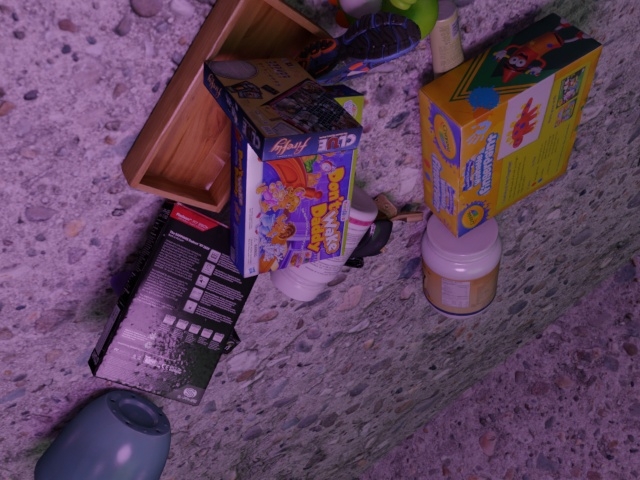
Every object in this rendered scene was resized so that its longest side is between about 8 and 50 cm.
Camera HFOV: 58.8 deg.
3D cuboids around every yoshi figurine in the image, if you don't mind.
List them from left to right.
[{"bbox_3d":[0.128,-0.477,0.939,0.204,0.203,0.362,-27,145,-21],"label":"yoshi figurine"}]

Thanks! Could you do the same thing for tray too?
[{"bbox_3d":[-0.173,-0.250,1.041,0.203,0.076,0.411,16,120,-46],"label":"tray"}]

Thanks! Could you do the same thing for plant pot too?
[{"bbox_3d":[-0.517,0.528,1.432,0.293,0.293,0.235,30,95,-49],"label":"plant pot"}]

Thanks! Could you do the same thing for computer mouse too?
[{"bbox_3d":[0.124,0.026,1.483,0.184,0.060,0.262,1,154,-40],"label":"computer mouse"}]

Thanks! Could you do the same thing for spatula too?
[{"bbox_3d":[-0.321,0.053,1.276,0.297,0.030,0.084,-25,139,-13],"label":"spatula"}]

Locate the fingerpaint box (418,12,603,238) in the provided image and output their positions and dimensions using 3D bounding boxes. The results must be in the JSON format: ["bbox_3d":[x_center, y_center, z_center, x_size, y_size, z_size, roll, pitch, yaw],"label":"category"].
[{"bbox_3d":[0.440,-0.260,1.394,0.371,0.163,0.444,-31,148,-6],"label":"fingerpaint box"}]

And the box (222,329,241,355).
[{"bbox_3d":[-0.267,0.262,1.518,0.062,0.052,0.083,-44,143,10],"label":"box"}]

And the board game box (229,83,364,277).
[{"bbox_3d":[-0.052,-0.114,1.096,0.233,0.078,0.347,-12,125,-28],"label":"board game box"}]

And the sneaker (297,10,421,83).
[{"bbox_3d":[0.070,-0.325,0.976,0.221,0.083,0.087,-7,177,30],"label":"sneaker"}]

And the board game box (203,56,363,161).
[{"bbox_3d":[-0.066,-0.216,0.899,0.165,0.243,0.042,-12,136,-27],"label":"board game box"}]

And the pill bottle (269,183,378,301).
[{"bbox_3d":[0.000,0.000,1.358,0.160,0.160,0.283,7,125,-41],"label":"pill bottle"}]

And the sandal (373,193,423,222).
[{"bbox_3d":[0.167,-0.083,1.483,0.240,0.088,0.079,-6,101,-30],"label":"sandal"}]

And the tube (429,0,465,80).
[{"bbox_3d":[0.273,-0.405,1.232,0.070,0.062,0.240,3,154,21],"label":"tube"}]

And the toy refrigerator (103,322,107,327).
[{"bbox_3d":[-0.339,0.160,1.291,0.270,0.102,0.094,-31,178,-5],"label":"toy refrigerator"}]

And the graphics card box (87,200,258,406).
[{"bbox_3d":[-0.284,0.130,1.168,0.233,0.094,0.370,26,83,-30],"label":"graphics card box"}]

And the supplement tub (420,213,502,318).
[{"bbox_3d":[0.413,0.062,1.677,0.228,0.228,0.316,-27,141,-11],"label":"supplement tub"}]
